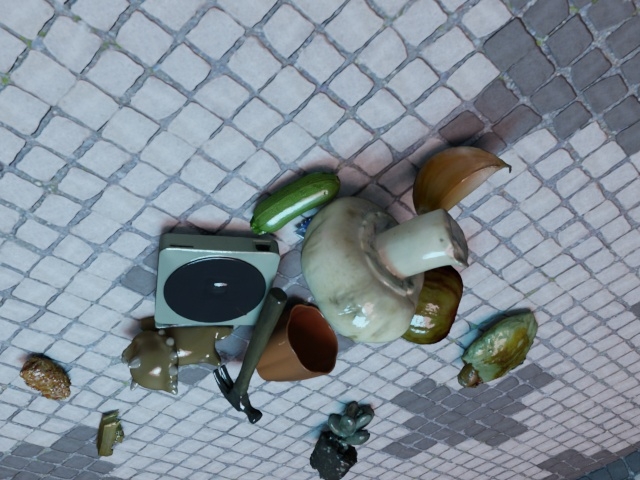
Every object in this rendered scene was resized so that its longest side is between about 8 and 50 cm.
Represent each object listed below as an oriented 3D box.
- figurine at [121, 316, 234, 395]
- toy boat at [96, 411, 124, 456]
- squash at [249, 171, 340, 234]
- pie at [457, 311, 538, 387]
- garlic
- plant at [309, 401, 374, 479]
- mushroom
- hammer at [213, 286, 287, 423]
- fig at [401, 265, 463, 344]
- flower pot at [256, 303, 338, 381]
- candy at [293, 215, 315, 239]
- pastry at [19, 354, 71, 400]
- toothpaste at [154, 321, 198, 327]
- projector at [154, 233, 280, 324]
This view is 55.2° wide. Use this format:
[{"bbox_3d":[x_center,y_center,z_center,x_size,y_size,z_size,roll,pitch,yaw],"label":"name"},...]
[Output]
[{"bbox_3d":[-0.356,0.292,1.507,0.247,0.173,0.177,16,129,-26],"label":"figurine"},{"bbox_3d":[-0.619,0.578,1.819,0.072,0.064,0.206,-2,137,-31],"label":"toy boat"},{"bbox_3d":[-0.057,-0.079,1.272,0.219,0.068,0.077,-30,138,19],"label":"squash"},{"bbox_3d":[0.531,0.317,1.800,0.257,0.105,0.274,-17,141,-16],"label":"pie"},{"bbox_3d":[0.275,-0.134,1.268,0.207,0.128,0.115,-34,88,15],"label":"garlic"},{"bbox_3d":[0.075,0.644,1.991,0.146,0.149,0.274,-19,139,-62],"label":"plant"},{"bbox_3d":[0.138,0.038,1.242,0.336,0.314,0.314,-23,138,35],"label":"mushroom"},{"bbox_3d":[-0.157,0.274,1.486,0.044,0.168,0.440,-30,154,-45],"label":"hammer"},{"bbox_3d":[0.170,0.126,1.466,0.321,0.217,0.217,12,134,4],"label":"fig"},{"bbox_3d":[-0.079,0.275,1.557,0.173,0.190,0.191,-28,135,31],"label":"flower pot"},{"bbox_3d":[-0.001,0.001,1.389,0.088,0.038,0.136,-27,127,4],"label":"candy"},{"bbox_3d":[-0.699,0.352,1.575,0.087,0.063,0.169,-6,141,6],"label":"pastry"},{"bbox_3d":[-0.296,0.189,1.504,0.216,0.062,0.037,6,151,-22],"label":"toothpaste"},{"bbox_3d":[-0.241,0.090,1.395,0.257,0.079,0.259,4,134,-16],"label":"projector"}]
